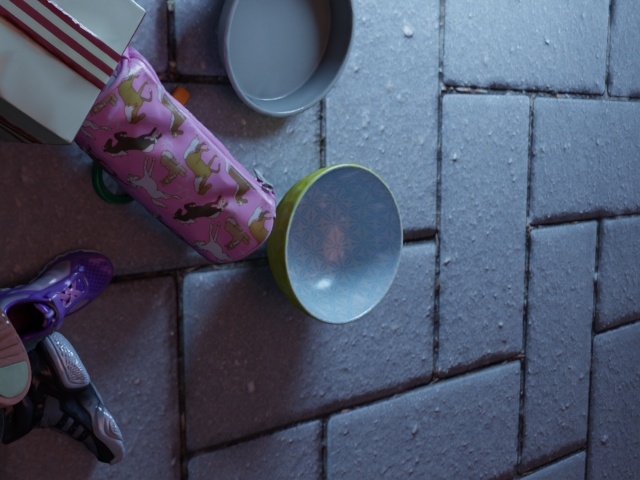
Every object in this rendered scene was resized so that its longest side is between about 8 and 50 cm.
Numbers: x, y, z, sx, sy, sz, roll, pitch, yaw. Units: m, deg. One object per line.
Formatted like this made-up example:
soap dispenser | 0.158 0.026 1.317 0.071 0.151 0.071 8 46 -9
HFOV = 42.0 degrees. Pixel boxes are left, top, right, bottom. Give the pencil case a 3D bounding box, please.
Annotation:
pencil case | -0.234 -0.128 1.298 0.386 0.160 0.167 45 70 -35

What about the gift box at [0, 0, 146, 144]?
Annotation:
gift box | -0.426 -0.268 1.081 0.258 0.255 0.276 39 65 -39

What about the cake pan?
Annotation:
cake pan | -0.062 -0.365 1.463 0.293 0.054 0.293 -23 127 -34

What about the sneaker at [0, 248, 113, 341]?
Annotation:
sneaker | -0.406 0.092 1.247 0.236 0.105 0.095 -30 113 -35

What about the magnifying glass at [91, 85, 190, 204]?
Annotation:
magnifying glass | -0.289 -0.159 1.366 0.092 0.026 0.231 46 69 -35

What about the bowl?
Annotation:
bowl | 0.000 0.000 1.545 0.289 0.156 0.289 -7 101 -39

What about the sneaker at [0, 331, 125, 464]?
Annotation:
sneaker | -0.411 0.272 1.279 0.153 0.101 0.268 -29 127 -17

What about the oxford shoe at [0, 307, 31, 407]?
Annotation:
oxford shoe | -0.544 0.063 1.104 0.397 0.147 0.140 65 20 -4
